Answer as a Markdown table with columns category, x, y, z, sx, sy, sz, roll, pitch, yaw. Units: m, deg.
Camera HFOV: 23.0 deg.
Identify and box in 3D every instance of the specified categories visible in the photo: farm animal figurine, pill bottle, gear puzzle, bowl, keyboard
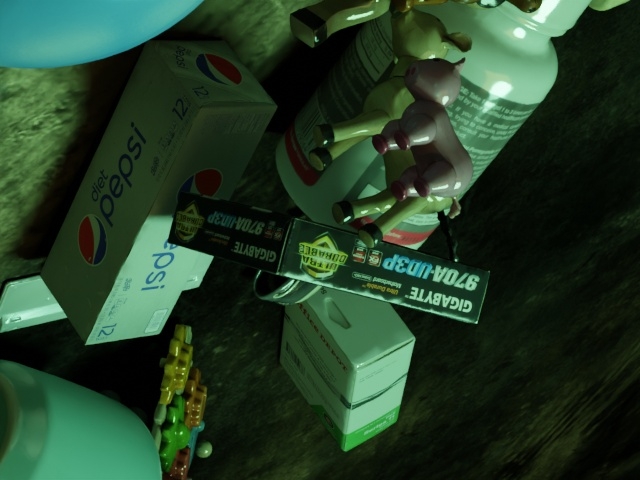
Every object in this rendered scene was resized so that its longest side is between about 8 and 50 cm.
| category | x | y | z | sx | sy | sz | roll | pitch | yaw |
| --- | --- | --- | --- | --- | --- | --- | --- | --- | --- |
| farm animal figurine | 0.055 | -0.192 | 1.191 | 0.172 | 0.327 | 0.330 | -29 | 156 | -27 |
| pill bottle | 0.109 | -0.150 | 1.476 | 0.176 | 0.176 | 0.318 | -2 | 138 | -49 |
| gear puzzle | -0.150 | 0.192 | 1.749 | 0.044 | 0.175 | 0.339 | 10 | 146 | 3 |
| bowl | -0.328 | 0.238 | 1.513 | 0.311 | 0.311 | 0.163 | -36 | 134 | 0 |
| keyboard | -0.214 | 0.043 | 1.597 | 0.256 | 0.014 | 0.072 | -13 | 140 | -39 |

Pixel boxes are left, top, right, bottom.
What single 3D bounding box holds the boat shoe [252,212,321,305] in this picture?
| category | x | y | z | sx | sy | sz | roll | pitch | yaw |
| --- | --- | --- | --- | --- | --- | --- | --- | --- | --- |
| boat shoe | 0.000 | 0.000 | 1.707 | 0.065 | 0.075 | 0.206 | -5 | 145 | -51 |

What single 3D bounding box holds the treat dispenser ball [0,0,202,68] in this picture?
| category | x | y | z | sx | sy | sz | roll | pitch | yaw |
| --- | --- | --- | --- | --- | --- | --- | --- | --- | --- |
| treat dispenser ball | -0.164 | -0.241 | 0.878 | 0.288 | 0.288 | 0.288 | -28 | 152 | -16 |

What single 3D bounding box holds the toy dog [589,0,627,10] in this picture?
| category | x | y | z | sx | sy | sz | roll | pitch | yaw |
| --- | --- | --- | --- | --- | --- | --- | --- | --- | --- |
| toy dog | 0.354 | -0.321 | 1.501 | 0.220 | 0.161 | 0.334 | -35 | 154 | -2 |

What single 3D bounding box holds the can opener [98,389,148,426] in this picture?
| category | x | y | z | sx | sy | sz | roll | pitch | yaw |
| --- | --- | --- | --- | --- | --- | --- | --- | --- | --- |
| can opener | -0.274 | 0.271 | 1.852 | 0.280 | 0.074 | 0.093 | -60 | 179 | 42 |

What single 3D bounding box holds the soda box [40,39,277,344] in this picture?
| category | x | y | z | sx | sy | sz | roll | pitch | yaw |
| --- | --- | --- | --- | --- | --- | --- | --- | --- | --- |
| soda box | -0.150 | -0.041 | 1.416 | 0.091 | 0.098 | 0.286 | -6 | 137 | -43 |

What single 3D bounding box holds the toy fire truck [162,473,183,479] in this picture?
| category | x | y | z | sx | sy | sz | roll | pitch | yaw |
| --- | --- | --- | --- | --- | --- | --- | --- | --- | --- |
| toy fire truck | -0.247 | 0.340 | 1.714 | 0.169 | 0.302 | 0.254 | -62 | -179 | -25 |

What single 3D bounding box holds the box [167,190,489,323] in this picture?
| category | x | y | z | sx | sy | sz | roll | pitch | yaw |
| --- | --- | --- | --- | --- | --- | --- | --- | --- | --- |
| box | 0.007 | 0.013 | 1.343 | 0.220 | 0.175 | 0.051 | 15 | 90 | -37 |

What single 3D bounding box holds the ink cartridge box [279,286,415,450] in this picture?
| category | x | y | z | sx | sy | sz | roll | pitch | yaw |
| --- | --- | --- | --- | --- | --- | --- | --- | --- | --- |
| ink cartridge box | 0.028 | 0.130 | 1.864 | 0.087 | 0.153 | 0.208 | -26 | 153 | -20 |
